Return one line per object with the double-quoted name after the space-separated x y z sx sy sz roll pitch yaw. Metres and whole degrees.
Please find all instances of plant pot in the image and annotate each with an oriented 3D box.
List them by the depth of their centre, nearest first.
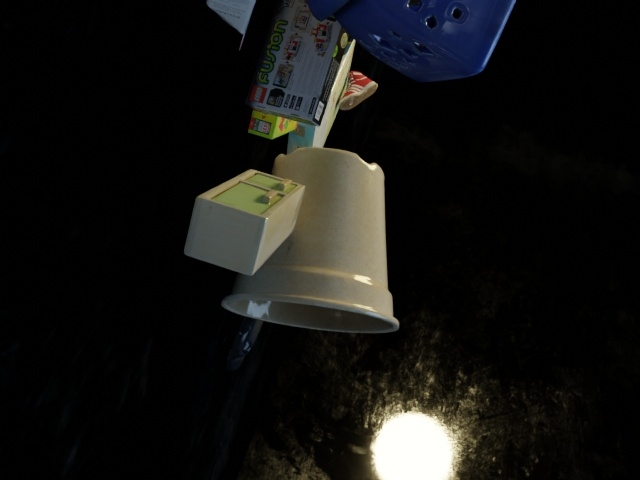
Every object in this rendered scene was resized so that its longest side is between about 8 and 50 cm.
0.115 -0.349 0.828 0.236 0.212 0.236 -67 -166 5 "plant pot"
0.000 0.000 1.280 0.334 0.334 0.305 87 11 -76 "plant pot"

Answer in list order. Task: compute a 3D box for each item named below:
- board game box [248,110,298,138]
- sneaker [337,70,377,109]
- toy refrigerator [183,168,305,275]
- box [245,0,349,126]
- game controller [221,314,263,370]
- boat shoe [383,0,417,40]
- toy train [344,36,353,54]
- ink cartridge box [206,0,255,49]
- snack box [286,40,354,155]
-0.066 -0.226 1.105 0.181 0.043 0.092 -56 163 -73 "board game box"
0.068 -0.345 1.524 0.118 0.067 0.042 -35 159 -29 "sneaker"
-0.104 -0.041 1.009 0.269 0.102 0.094 -53 159 -73 "toy refrigerator"
-0.024 -0.279 0.966 0.036 0.114 0.207 18 90 -69 "box"
-0.146 0.135 1.476 0.166 0.067 0.319 -55 -170 53 "game controller"
0.181 -0.489 1.190 0.123 0.123 0.342 -26 -145 63 "boat shoe"
0.057 -0.479 1.135 0.190 0.142 0.334 126 -17 -62 "toy train"
-0.076 -0.331 0.736 0.232 0.066 0.189 -170 -82 -74 "ink cartridge box"
0.002 -0.304 1.468 0.187 0.060 0.322 102 7 -56 "snack box"
